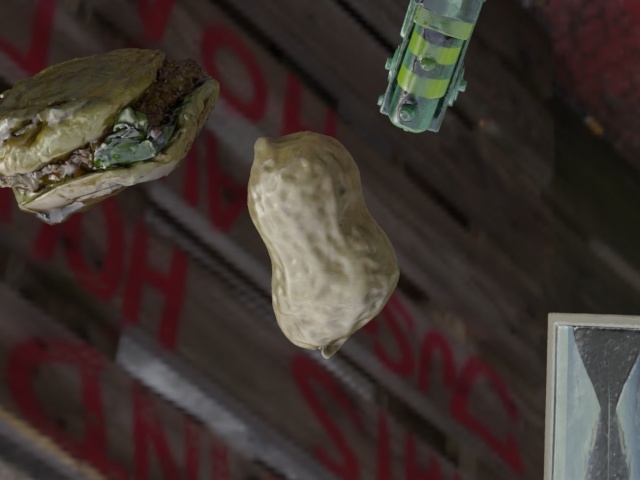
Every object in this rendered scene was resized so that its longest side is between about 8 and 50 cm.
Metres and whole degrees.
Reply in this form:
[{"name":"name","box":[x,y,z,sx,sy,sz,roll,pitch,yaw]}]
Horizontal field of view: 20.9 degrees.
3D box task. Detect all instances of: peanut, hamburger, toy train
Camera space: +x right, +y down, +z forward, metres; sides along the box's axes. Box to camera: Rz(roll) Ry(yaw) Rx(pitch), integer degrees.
[{"name":"peanut","box":[0.009,0.003,2.016,0.159,0.143,0.291,-2,124,16]},{"name":"hamburger","box":[-0.191,-0.090,1.501,0.206,0.183,0.130,-9,115,17]},{"name":"toy train","box":[0.107,-0.190,1.626,0.083,0.132,0.200,18,118,5]}]

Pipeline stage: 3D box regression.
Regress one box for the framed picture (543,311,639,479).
[{"name":"framed picture","box":[0.231,0.160,1.388,0.015,0.203,0.150,4,178,-32]}]
